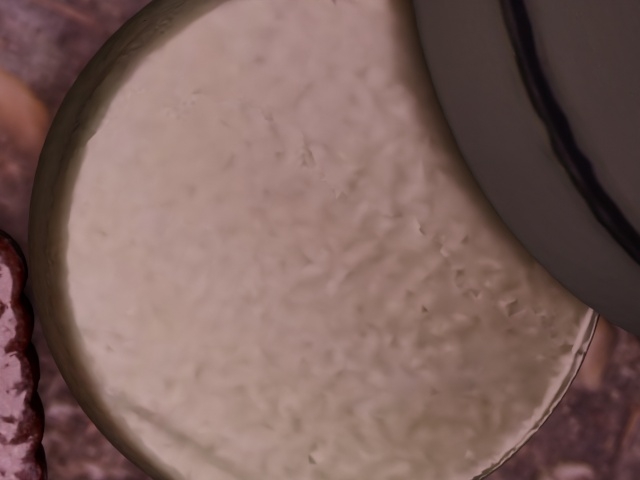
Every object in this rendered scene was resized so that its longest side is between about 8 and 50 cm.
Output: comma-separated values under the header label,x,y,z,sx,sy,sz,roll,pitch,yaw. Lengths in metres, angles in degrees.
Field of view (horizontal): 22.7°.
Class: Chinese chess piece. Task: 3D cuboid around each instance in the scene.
label,x,y,z,sx,sy,sz,roll,pitch,yaw
Chinese chess piece,0.000,0.000,0.690,0.250,0.101,0.250,-1,96,-10

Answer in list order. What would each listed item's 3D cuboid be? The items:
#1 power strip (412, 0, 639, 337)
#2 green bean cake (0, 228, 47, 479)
label,x,y,z,sx,sy,sz,roll,pitch,yaw
power strip,0.215,-0.107,0.635,0.357,0.161,0.357,4,81,-29
green bean cake,-0.189,0.063,0.688,0.135,0.056,0.136,-6,97,-10
